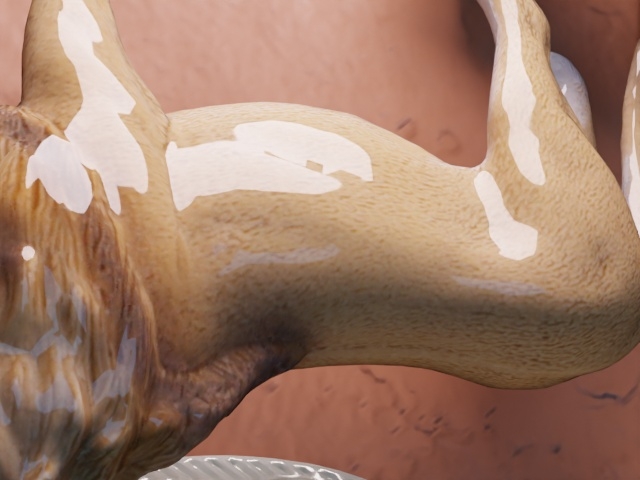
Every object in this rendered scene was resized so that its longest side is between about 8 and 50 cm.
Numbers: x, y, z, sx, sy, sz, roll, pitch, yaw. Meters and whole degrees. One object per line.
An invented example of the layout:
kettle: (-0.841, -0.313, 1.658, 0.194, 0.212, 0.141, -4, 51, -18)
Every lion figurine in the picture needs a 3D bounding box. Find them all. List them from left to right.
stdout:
lion figurine: (0.000, 0.000, 0.407, 0.392, 0.142, 0.240, -6, 57, -10)

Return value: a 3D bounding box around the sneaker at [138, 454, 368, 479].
sneaker: (0.049, 0.194, 0.418, 0.349, 0.131, 0.148, 17, 112, 4)
